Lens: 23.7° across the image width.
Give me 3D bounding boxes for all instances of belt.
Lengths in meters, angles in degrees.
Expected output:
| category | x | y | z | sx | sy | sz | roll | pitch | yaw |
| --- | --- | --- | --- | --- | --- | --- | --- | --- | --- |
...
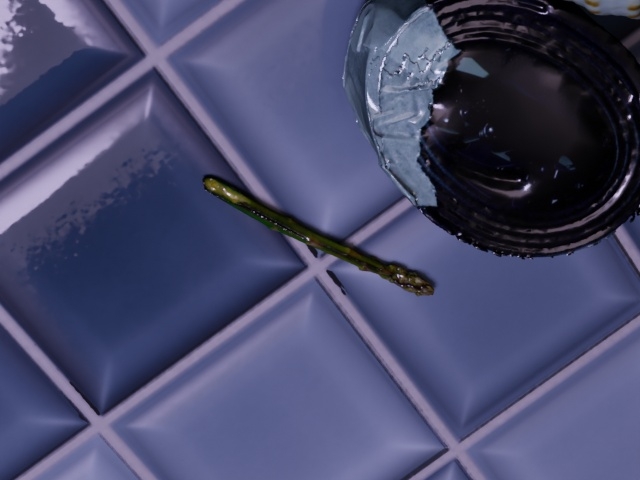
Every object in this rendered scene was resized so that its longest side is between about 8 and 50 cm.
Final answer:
| category | x | y | z | sx | sy | sz | roll | pitch | yaw |
| --- | --- | --- | --- | --- | --- | --- | --- | --- | --- |
| belt | 0.102 | -0.075 | 0.882 | 0.198 | 0.078 | 0.151 | 34 | 105 | -24 |

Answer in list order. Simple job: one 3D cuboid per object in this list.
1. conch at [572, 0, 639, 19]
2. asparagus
| category | x | y | z | sx | sy | sz | roll | pitch | yaw |
| --- | --- | --- | --- | --- | --- | --- | --- | --- | --- |
| conch | 0.163 | -0.188 | 0.819 | 0.172 | 0.200 | 0.131 | -41 | 147 | -33 |
| asparagus | 0.000 | 0.000 | 0.924 | 0.166 | 0.013 | 0.016 | 27 | 114 | -20 |
